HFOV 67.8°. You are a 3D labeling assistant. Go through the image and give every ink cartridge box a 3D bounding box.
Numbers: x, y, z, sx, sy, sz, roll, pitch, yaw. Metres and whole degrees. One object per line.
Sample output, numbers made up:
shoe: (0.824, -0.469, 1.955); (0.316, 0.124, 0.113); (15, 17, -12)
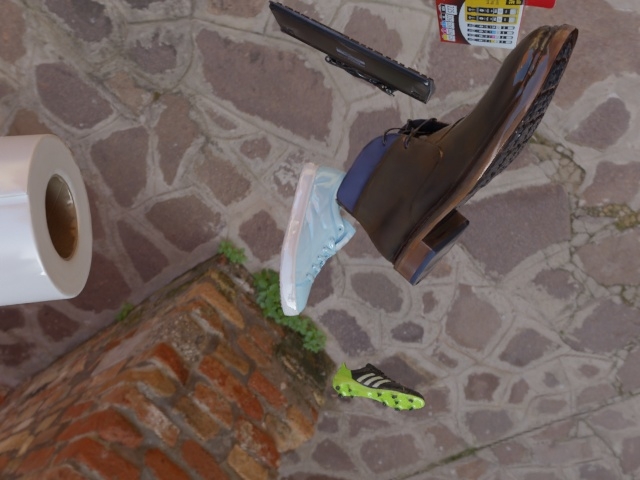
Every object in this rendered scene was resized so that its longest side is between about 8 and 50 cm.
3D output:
ink cartridge box: (0.425, -0.593, 1.137); (0.272, 0.309, 0.129); (14, 90, 19)

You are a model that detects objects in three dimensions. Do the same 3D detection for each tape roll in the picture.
tape roll: (-0.459, -0.027, 0.693); (0.169, 0.246, 0.246); (-6, 119, -8)

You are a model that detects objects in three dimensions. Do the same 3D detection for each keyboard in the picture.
keyboard: (0.064, -0.336, 0.875); (0.317, 0.201, 0.033); (29, 96, 5)

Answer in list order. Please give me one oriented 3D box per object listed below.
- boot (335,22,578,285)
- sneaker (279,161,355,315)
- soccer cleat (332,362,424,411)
boot: (0.080, -0.068, 0.351); (0.106, 0.082, 0.219); (41, 133, 19)
sneaker: (0.000, 0.000, 1.098); (0.150, 0.135, 0.365); (10, 85, 9)
soccer cleat: (0.111, 0.274, 0.909); (0.179, 0.072, 0.060); (7, 132, 20)
